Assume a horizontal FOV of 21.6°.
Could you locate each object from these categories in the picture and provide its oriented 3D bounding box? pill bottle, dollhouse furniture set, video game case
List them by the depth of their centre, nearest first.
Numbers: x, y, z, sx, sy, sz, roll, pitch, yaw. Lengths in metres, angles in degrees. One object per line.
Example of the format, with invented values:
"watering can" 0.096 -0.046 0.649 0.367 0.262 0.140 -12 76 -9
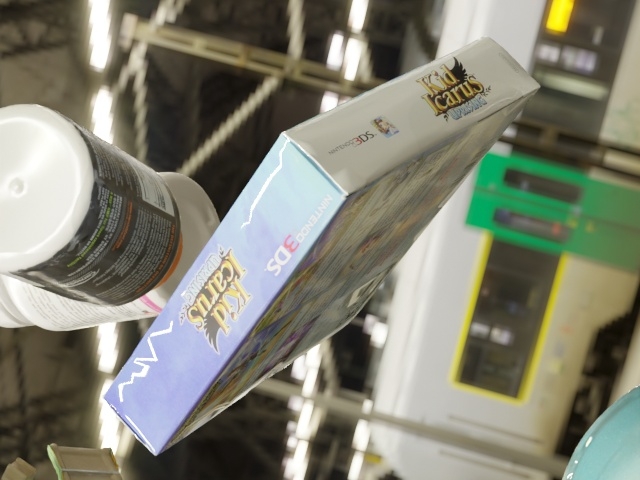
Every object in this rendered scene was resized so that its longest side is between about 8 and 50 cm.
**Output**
"video game case" 0.000 0.000 1.124 0.244 0.061 0.269 -32 -17 -50
"pill bottle" -0.193 -0.017 1.350 0.246 0.130 0.130 35 -110 -70
"dollhouse furniture set" -0.233 0.211 1.373 0.058 0.152 0.076 -63 39 25
"pill bottle" -0.266 0.020 1.945 0.160 0.283 0.160 20 -115 -52

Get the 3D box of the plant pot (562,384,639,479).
"plant pot" 0.348 0.267 1.311 0.255 0.272 0.271 -110 31 -69
